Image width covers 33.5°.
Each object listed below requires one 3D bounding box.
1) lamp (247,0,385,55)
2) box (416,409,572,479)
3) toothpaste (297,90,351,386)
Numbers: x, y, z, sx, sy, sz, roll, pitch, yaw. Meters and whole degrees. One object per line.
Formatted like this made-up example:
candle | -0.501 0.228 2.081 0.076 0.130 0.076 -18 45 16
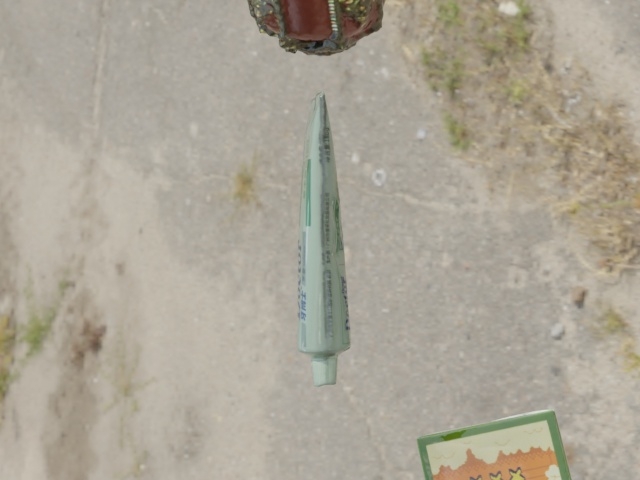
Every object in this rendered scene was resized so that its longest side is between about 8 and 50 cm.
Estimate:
lamp | -0.010 -0.340 1.192 0.177 0.177 0.274 54 163 41
box | 0.232 0.308 1.379 0.177 0.195 0.148 -13 78 8
toothpaste | 0.000 0.000 0.795 0.064 0.041 0.218 176 92 -82
